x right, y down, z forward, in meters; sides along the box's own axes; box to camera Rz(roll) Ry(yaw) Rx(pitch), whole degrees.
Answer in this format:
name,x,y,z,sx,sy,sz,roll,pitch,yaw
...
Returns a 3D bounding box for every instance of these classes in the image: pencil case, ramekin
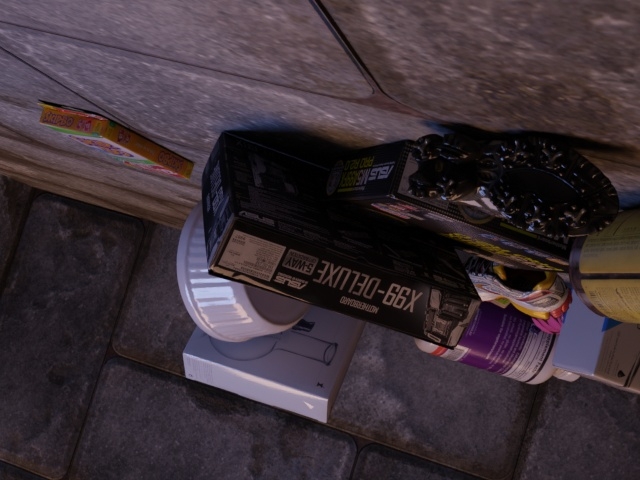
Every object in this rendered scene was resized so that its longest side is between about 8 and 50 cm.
name,x,y,z,sx,sy,sz,roll,pitch,yaw
pencil case,0.429,0.124,1.754,0.098,0.095,0.209,33,172,-1
ramekin,-0.112,0.043,1.747,0.127,0.273,0.273,-1,165,38

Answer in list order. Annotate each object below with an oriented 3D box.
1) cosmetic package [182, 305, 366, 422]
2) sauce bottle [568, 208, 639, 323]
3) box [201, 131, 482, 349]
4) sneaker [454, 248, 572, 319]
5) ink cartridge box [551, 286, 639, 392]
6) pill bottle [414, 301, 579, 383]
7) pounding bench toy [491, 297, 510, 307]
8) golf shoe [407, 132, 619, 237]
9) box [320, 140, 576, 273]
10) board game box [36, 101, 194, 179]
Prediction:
name,x,y,z,sx,sy,sz,roll,pitch,yaw
cosmetic package,-0.057,0.133,1.926,0.284,0.377,0.097,17,142,9
sauce bottle,0.320,0.022,0.820,0.111,0.111,0.344,18,177,-10
box,0.015,-0.006,1.192,0.307,0.076,0.242,18,-157,-18
sneaker,0.271,0.044,1.529,0.225,0.088,0.093,14,154,34
ink cartridge box,0.473,0.156,1.586,0.203,0.148,0.086,20,173,-38
pill bottle,0.354,0.168,1.946,0.323,0.181,0.181,17,175,-8
pounding bench toy,0.300,0.055,1.654,0.052,0.083,0.065,25,-157,-42
golf shoe,0.170,-0.050,0.839,0.198,0.077,0.094,22,-170,42
box,0.160,-0.030,1.097,0.270,0.060,0.216,19,174,-18
board game box,-0.314,-0.151,1.544,0.124,0.039,0.259,14,171,27
